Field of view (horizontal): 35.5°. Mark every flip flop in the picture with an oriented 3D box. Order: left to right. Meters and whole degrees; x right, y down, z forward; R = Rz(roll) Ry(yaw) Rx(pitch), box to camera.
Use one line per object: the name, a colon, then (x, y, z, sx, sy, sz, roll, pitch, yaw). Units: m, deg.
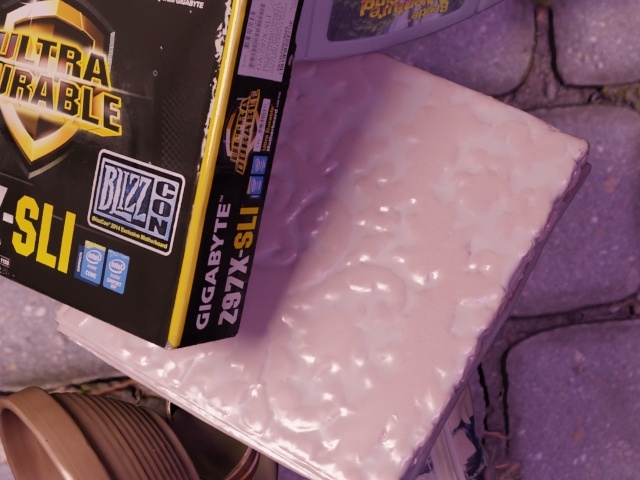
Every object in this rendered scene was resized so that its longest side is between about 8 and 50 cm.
flip flop: (-0.090, 0.166, 0.876, 0.112, 0.080, 0.277, 12, 125, 4)

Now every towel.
towel: (0.000, 0.000, 0.780, 0.317, 0.053, 0.332, 27, 73, 24)

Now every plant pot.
plant pot: (-0.170, 0.218, 0.844, 0.109, 0.237, 0.237, -26, 108, -30)

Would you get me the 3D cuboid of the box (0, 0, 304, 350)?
box: (-0.177, -0.093, 0.729, 0.079, 0.322, 0.257, -6, 111, -56)

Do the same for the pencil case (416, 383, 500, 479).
pencil case: (0.088, 0.197, 0.913, 0.160, 0.183, 0.410, -22, 107, -8)

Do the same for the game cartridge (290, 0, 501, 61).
game cartridge: (0.060, -0.239, 0.763, 0.294, 0.060, 0.196, -20, 148, -27)
